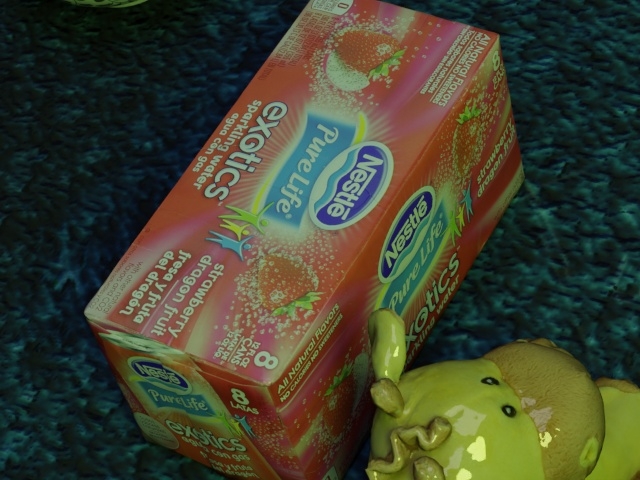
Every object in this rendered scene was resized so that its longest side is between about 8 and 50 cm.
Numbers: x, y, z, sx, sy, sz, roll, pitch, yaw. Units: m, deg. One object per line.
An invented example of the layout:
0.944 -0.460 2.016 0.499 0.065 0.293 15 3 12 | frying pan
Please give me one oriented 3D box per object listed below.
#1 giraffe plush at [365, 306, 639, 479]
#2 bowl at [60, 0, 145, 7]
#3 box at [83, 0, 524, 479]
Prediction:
0.079 0.110 0.886 0.181 0.170 0.210 30 65 32 | giraffe plush
-0.141 -0.211 1.260 0.170 0.080 0.170 -7 51 8 | bowl
0.000 0.000 1.023 0.122 0.128 0.257 19 58 27 | box
